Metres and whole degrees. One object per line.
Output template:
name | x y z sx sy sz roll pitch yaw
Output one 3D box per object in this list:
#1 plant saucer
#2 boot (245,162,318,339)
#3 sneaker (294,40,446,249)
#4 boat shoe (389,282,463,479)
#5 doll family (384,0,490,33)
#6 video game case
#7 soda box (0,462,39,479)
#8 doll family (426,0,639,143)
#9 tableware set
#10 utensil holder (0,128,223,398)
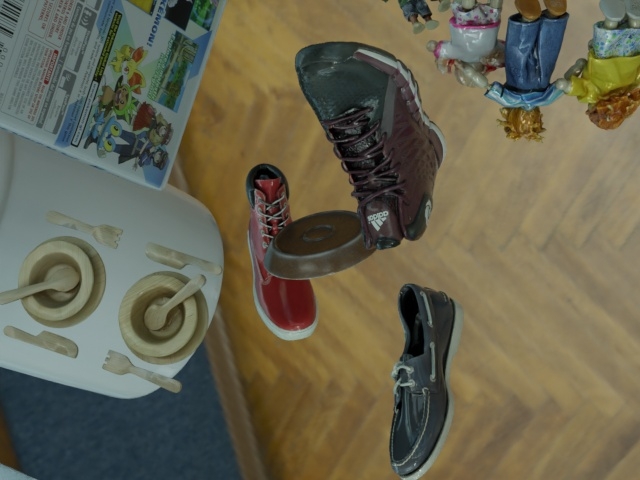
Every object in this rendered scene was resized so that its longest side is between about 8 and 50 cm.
plant saucer | 0.000 0.000 1.691 0.168 0.168 0.029 9 125 42
boot | -0.062 0.010 1.796 0.176 0.088 0.244 90 165 -48
sneaker | 0.060 -0.080 1.280 0.106 0.281 0.162 -8 65 27
boat shoe | 0.087 0.131 1.192 0.065 0.206 0.075 33 140 -24
doll family | 0.166 -0.338 1.522 0.076 0.193 0.111 97 152 -65
video game case | -0.168 -0.230 1.018 0.036 0.300 0.329 16 86 27
soda box | -0.285 0.250 1.131 0.069 0.074 0.216 40 160 -24
doll family | 0.244 -0.177 1.267 0.263 0.118 0.163 -2 138 0
tableware set | -0.195 0.051 1.133 0.194 0.039 0.128 17 84 15
utensil holder | -0.363 0.014 1.607 0.327 0.385 0.328 -22 57 38
